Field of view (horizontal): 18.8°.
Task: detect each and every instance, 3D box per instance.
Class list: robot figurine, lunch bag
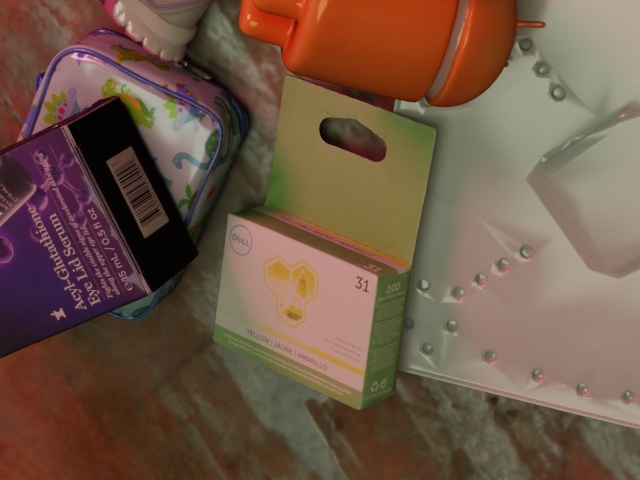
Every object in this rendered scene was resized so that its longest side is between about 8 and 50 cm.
[{"bbox_3d":[0.052,-0.172,1.457,0.219,0.128,0.158,13,117,-10],"label":"robot figurine"},{"bbox_3d":[-0.174,-0.059,1.641,0.176,0.090,0.219,26,113,6],"label":"lunch bag"}]

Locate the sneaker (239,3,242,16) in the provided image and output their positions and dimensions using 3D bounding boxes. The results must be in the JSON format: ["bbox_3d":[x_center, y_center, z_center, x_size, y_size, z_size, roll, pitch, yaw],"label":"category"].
[{"bbox_3d":[-0.008,-0.203,1.581,0.119,0.047,0.057,-34,114,24],"label":"sneaker"}]

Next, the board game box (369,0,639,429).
[{"bbox_3d":[0.247,-0.044,1.552,0.390,0.050,0.390,13,110,12],"label":"board game box"}]

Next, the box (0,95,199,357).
[{"bbox_3d":[-0.231,-0.003,1.572,0.207,0.108,0.153,-24,98,24],"label":"box"}]

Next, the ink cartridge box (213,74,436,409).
[{"bbox_3d":[0.000,0.000,1.598,0.171,0.056,0.235,23,116,36],"label":"ink cartridge box"}]

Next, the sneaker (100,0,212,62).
[{"bbox_3d":[-0.176,-0.260,1.559,0.252,0.103,0.111,37,101,-29],"label":"sneaker"}]
